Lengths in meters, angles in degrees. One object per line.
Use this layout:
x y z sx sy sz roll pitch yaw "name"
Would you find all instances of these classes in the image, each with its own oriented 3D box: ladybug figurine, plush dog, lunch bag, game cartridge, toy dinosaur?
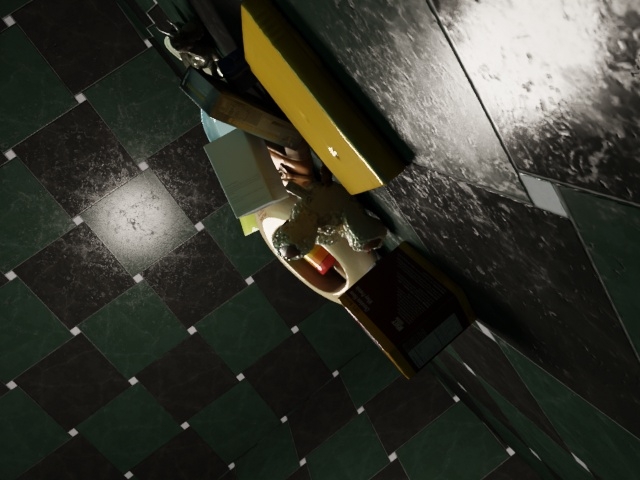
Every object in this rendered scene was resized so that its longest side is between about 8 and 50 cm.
0.000 0.000 1.584 0.449 0.162 0.305 44 145 -2 "ladybug figurine"
0.005 -0.057 1.283 0.225 0.263 0.210 127 135 -76 "plush dog"
-0.172 -0.359 1.135 0.065 0.067 0.098 52 176 -40 "lunch bag"
-0.008 -0.218 0.889 0.323 0.053 0.285 52 176 -6 "game cartridge"
-0.320 -0.484 1.421 0.160 0.121 0.313 61 175 -13 "toy dinosaur"

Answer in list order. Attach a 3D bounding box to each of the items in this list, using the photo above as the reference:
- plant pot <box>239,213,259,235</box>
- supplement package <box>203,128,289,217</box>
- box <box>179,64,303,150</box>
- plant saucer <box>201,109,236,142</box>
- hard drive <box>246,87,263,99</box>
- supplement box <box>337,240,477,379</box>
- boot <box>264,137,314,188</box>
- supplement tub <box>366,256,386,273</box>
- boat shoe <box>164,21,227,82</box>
-0.223 -0.208 2.062 0.275 0.275 0.293 -171 56 -84 "plant pot"
-0.165 -0.156 1.226 0.179 0.105 0.105 66 -161 -2 "supplement package"
-0.168 -0.287 1.181 0.231 0.056 0.183 14 -157 -43 "box"
-0.242 -0.321 1.677 0.318 0.044 0.317 30 146 24 "plant saucer"
-0.133 -0.295 1.414 0.254 0.054 0.172 49 176 -6 "hard drive"
0.181 0.144 1.143 0.191 0.194 0.129 45 174 46 "supplement box"
-0.107 -0.191 1.327 0.197 0.073 0.152 14 138 29 "boot"
0.201 0.128 1.338 0.117 0.117 0.190 52 176 -35 "supplement tub"
-0.341 -0.521 1.555 0.233 0.084 0.079 44 -142 -39 "boat shoe"
